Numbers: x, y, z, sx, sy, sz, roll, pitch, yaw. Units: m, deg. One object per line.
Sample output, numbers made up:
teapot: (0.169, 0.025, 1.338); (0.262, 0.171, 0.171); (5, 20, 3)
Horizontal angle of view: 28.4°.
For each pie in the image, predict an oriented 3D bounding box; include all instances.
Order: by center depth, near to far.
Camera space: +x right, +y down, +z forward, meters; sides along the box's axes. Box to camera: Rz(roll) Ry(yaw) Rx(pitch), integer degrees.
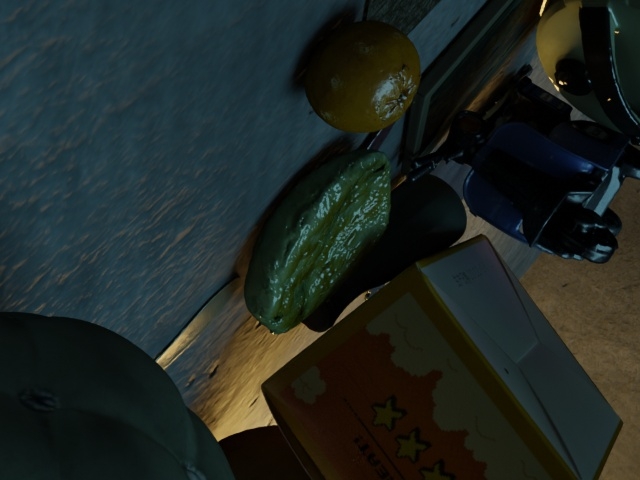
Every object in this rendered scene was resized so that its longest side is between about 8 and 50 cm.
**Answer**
pie: (0.000, 0.000, 1.084); (0.187, 0.041, 0.187); (-46, 157, -26)

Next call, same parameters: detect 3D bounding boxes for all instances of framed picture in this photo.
framed picture: (0.163, -0.188, 1.250); (0.250, 0.016, 0.184); (-49, 167, -18)

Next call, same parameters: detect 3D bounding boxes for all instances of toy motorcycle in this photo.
toy motorcycle: (0.233, -0.072, 1.341); (0.125, 0.213, 0.358); (-62, 170, 22)

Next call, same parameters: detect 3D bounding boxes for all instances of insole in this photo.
insole: (-0.115, 0.084, 1.037); (0.152, 0.002, 0.053); (-46, 166, -28)

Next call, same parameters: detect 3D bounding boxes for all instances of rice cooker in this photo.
rice cooker: (0.353, -0.232, 1.317); (0.244, 0.226, 0.226); (-53, 168, -23)

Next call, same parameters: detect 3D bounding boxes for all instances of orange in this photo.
orange: (0.030, -0.111, 0.867); (0.083, 0.070, 0.083); (-47, 162, -21)

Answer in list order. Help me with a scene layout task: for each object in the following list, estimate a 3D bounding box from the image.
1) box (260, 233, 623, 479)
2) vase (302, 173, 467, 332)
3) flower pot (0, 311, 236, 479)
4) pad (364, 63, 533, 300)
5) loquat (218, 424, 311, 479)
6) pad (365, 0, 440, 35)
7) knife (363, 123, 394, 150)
box: (0.127, 0.164, 1.250); (0.214, 0.259, 0.283); (-37, 173, 20)
vase: (0.056, 0.016, 1.293); (0.214, 0.086, 0.086); (-37, 161, -36)
flower pot: (-0.162, 0.149, 0.613); (0.246, 0.195, 0.246); (-48, 166, -15)
pad: (0.156, -0.066, 1.570); (0.269, 0.012, 0.269); (-45, 166, -30)
loquat: (-0.040, 0.354, 1.338); (0.328, 0.328, 0.328); (-49, 167, -15)
pad: (0.104, -0.229, 0.957); (0.235, 0.003, 0.158); (-47, 167, -21)
knife: (0.020, -0.042, 1.139); (0.247, 0.018, 0.035); (-55, 165, 5)
